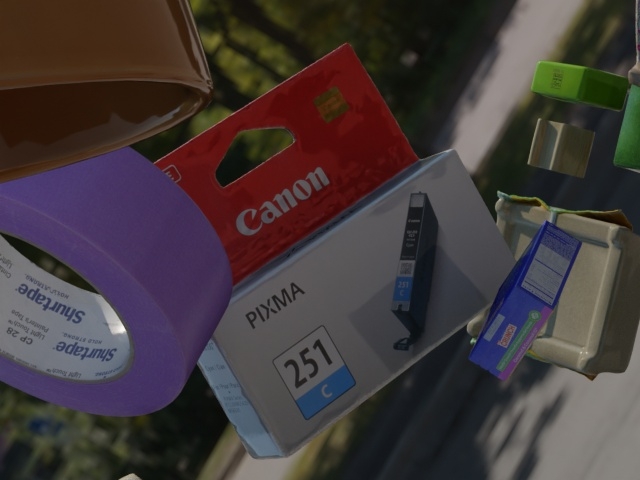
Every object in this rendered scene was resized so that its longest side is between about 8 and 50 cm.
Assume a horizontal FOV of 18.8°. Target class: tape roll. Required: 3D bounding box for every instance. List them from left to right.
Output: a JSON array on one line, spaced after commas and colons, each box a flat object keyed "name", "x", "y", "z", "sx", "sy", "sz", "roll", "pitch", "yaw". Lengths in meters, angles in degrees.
[{"name": "tape roll", "x": -0.209, "y": 0.018, "z": 1.491, "sx": 0.090, "sy": 0.275, "sz": 0.275, "roll": -63, "pitch": 4, "yaw": -33}]

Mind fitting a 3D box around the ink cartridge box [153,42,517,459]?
[{"name": "ink cartridge box", "x": 0.000, "y": 0.000, "z": 1.648, "sx": 0.296, "sy": 0.261, "sz": 0.066, "roll": -35, "pitch": 9, "yaw": -29}]

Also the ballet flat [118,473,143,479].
[{"name": "ballet flat", "x": -0.194, "y": 0.250, "z": 1.575, "sx": 0.057, "sy": 0.052, "sz": 0.168, "roll": -37, "pitch": 24, "yaw": 51}]

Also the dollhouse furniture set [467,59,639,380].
[{"name": "dollhouse furniture set", "x": 0.294, "y": -0.014, "z": 1.947, "sx": 0.197, "sy": 0.151, "sz": 0.301, "roll": 17, "pitch": 95, "yaw": 53}]

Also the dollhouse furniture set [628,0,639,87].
[{"name": "dollhouse furniture set", "x": 0.235, "y": -0.214, "z": 1.391, "sx": 0.355, "sy": 0.174, "sz": 0.303, "roll": -42, "pitch": -36, "yaw": -34}]

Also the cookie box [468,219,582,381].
[{"name": "cookie box", "x": 0.171, "y": 0.050, "z": 1.608, "sx": 0.092, "sy": 0.040, "sz": 0.107, "roll": -61, "pitch": -2, "yaw": 38}]

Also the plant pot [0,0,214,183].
[{"name": "plant pot", "x": -0.203, "y": -0.124, "z": 0.759, "sx": 0.291, "sy": 0.291, "sz": 0.203, "roll": 143, "pitch": 116, "yaw": -83}]
